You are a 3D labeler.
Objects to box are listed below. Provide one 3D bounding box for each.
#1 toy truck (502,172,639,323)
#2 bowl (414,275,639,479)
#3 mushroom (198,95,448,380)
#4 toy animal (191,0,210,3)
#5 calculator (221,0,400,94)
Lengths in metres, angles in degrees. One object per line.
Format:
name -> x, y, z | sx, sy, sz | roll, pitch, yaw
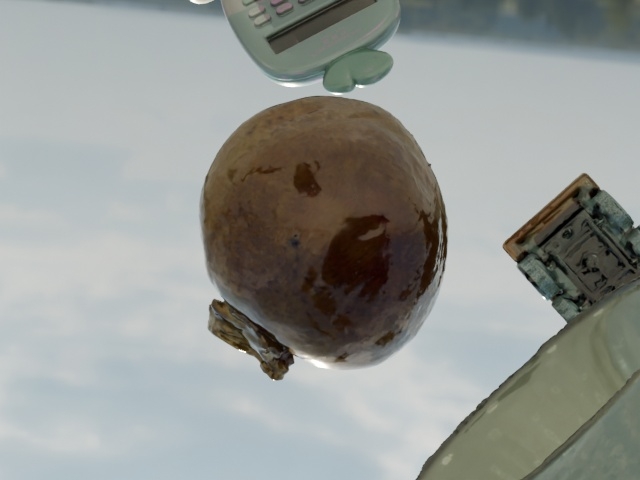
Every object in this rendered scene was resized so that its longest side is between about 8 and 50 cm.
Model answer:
toy truck -> 0.361, 0.098, 2.110 | 0.338, 0.133, 0.184 | 49, -175, 16
bowl -> 0.230, 0.186, 1.607 | 0.157, 0.337, 0.337 | 47, -174, -4
mushroom -> -0.002, 0.010, 1.936 | 0.263, 0.283, 0.195 | 24, -157, -16
toy animal -> -0.134, -0.301, 1.520 | 0.357, 0.194, 0.258 | 13, -145, -51
calculator -> -0.010, -0.266, 2.241 | 0.185, 0.041, 0.299 | -29, -128, -6
